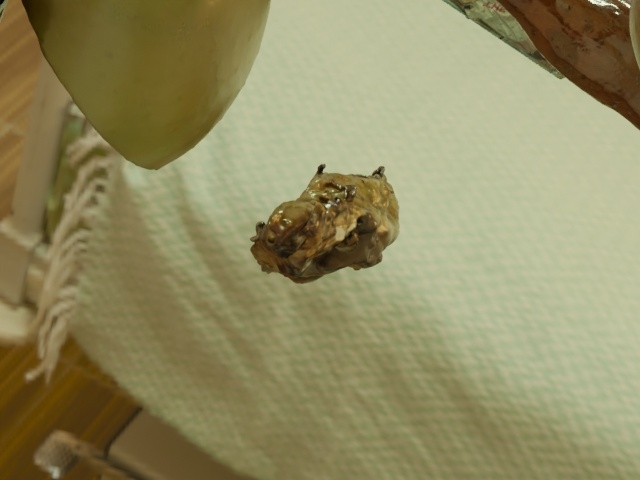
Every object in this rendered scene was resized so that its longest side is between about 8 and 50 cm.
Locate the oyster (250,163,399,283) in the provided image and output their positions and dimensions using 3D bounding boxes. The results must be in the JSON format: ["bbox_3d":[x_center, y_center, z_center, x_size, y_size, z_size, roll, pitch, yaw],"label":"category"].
[{"bbox_3d":[0.002,-0.001,1.099,0.078,0.129,0.345,59,7,4],"label":"oyster"}]

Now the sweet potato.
[{"bbox_3d":[0.297,-0.197,1.448,0.359,0.112,0.112,35,43,-7],"label":"sweet potato"}]

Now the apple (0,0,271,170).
[{"bbox_3d":[-0.169,-0.166,0.821,0.292,0.292,0.254,12,29,-10],"label":"apple"}]

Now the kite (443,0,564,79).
[{"bbox_3d":[0.334,-0.329,1.869,0.406,0.014,0.368,-3,46,20],"label":"kite"}]

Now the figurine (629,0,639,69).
[{"bbox_3d":[0.225,-0.124,0.608,0.167,0.285,0.342,-42,90,-12],"label":"figurine"}]
